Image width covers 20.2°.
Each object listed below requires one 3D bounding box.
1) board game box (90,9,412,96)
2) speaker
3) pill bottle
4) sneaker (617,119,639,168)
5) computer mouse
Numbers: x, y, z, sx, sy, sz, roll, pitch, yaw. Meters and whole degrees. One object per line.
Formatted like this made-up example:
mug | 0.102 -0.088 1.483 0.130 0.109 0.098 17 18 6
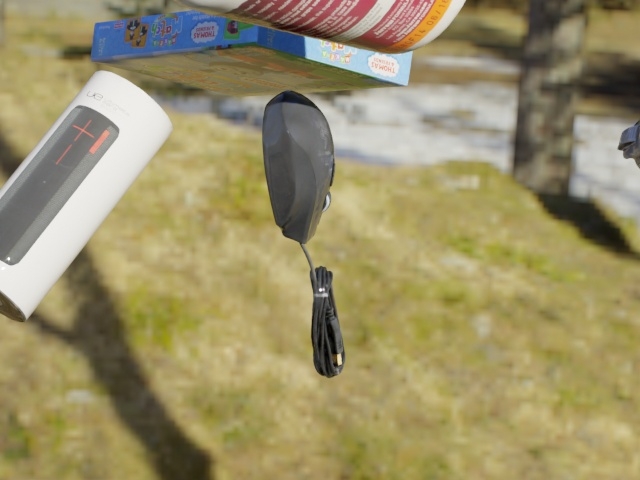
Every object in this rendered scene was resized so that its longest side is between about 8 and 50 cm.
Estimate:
board game box | -0.057 -0.150 1.441 0.160 0.039 0.211 10 -5 -41
speaker | -0.138 -0.025 0.964 0.055 0.055 0.136 18 64 44
pill bottle | -0.025 -0.183 1.035 0.221 0.121 0.121 8 9 -40
sneaker | 0.318 -0.025 1.142 0.281 0.105 0.115 32 -19 -16
computer mouse | 0.000 0.000 1.262 0.041 0.242 0.071 -3 40 11
